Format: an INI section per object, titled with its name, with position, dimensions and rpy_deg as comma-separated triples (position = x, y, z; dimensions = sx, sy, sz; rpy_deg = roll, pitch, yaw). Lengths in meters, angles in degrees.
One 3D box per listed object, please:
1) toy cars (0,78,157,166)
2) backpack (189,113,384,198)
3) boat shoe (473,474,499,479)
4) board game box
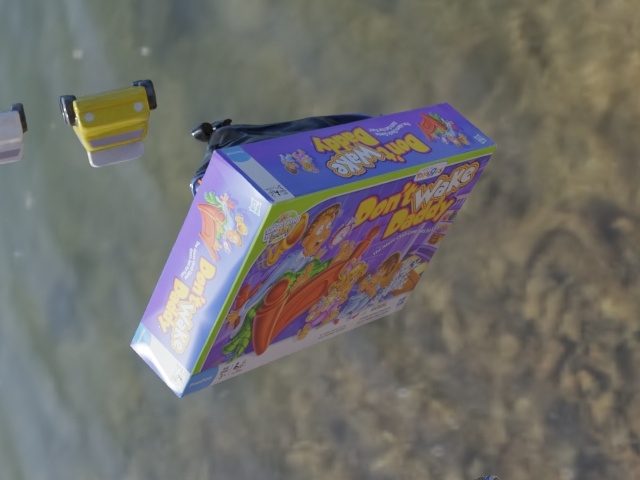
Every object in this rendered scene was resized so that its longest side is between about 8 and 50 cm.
[toy cars]
position = -0.323, -0.125, 1.578
dimensions = 0.394, 0.176, 0.087
rpy_deg = -4, 101, 37
[backpack]
position = -0.014, -0.010, 1.633
dimensions = 0.277, 0.263, 0.213
rpy_deg = 1, 49, 23
[boat shoe]
position = 0.152, 0.327, 1.361
dimensions = 0.066, 0.066, 0.183
rpy_deg = 5, 98, 22
[board game box]
position = 0.000, 0.000, 1.296
dimensions = 0.078, 0.347, 0.233
rpy_deg = 43, 126, 24
